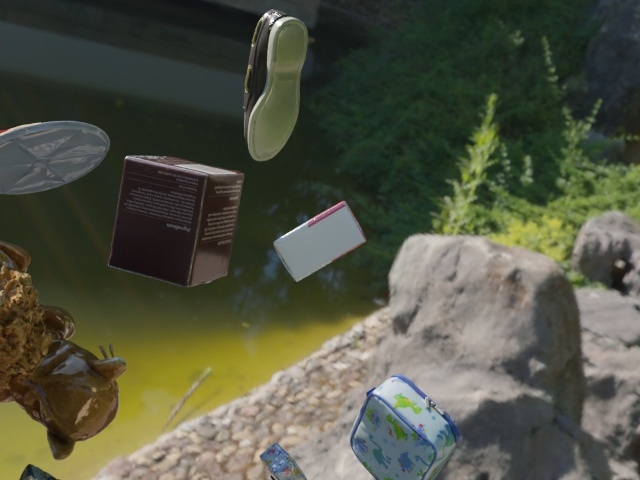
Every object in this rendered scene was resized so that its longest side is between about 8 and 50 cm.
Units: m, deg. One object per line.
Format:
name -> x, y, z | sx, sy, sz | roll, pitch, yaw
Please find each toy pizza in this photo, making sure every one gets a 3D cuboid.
toy pizza -> -0.400, -0.123, 1.266 | 0.201, 0.201, 0.032 | -5, 68, -46

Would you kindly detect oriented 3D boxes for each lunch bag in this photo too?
lunch bag -> -0.063, 0.412, 1.585 | 0.071, 0.053, 0.083 | 32, -22, 55
lunch bag -> 0.144, 0.351, 1.598 | 0.176, 0.219, 0.090 | 41, 51, 22

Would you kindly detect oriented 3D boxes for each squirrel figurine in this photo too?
squirrel figurine -> -0.504, 0.183, 1.429 | 0.370, 0.281, 0.397 | 35, -9, 16

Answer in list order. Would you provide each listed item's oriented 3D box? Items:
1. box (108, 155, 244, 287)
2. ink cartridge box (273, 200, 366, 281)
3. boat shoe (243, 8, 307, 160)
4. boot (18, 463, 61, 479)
box -> -0.258, -0.040, 1.615 | 0.167, 0.203, 0.168 | 13, 8, 16
ink cartridge box -> 0.000, 0.000, 1.742 | 0.092, 0.158, 0.218 | 60, 1, -2
boat shoe -> -0.076, -0.235, 1.361 | 0.081, 0.228, 0.068 | -5, 31, -36
boot -> -0.325, 0.396, 1.215 | 0.178, 0.085, 0.236 | 27, 2, -24
